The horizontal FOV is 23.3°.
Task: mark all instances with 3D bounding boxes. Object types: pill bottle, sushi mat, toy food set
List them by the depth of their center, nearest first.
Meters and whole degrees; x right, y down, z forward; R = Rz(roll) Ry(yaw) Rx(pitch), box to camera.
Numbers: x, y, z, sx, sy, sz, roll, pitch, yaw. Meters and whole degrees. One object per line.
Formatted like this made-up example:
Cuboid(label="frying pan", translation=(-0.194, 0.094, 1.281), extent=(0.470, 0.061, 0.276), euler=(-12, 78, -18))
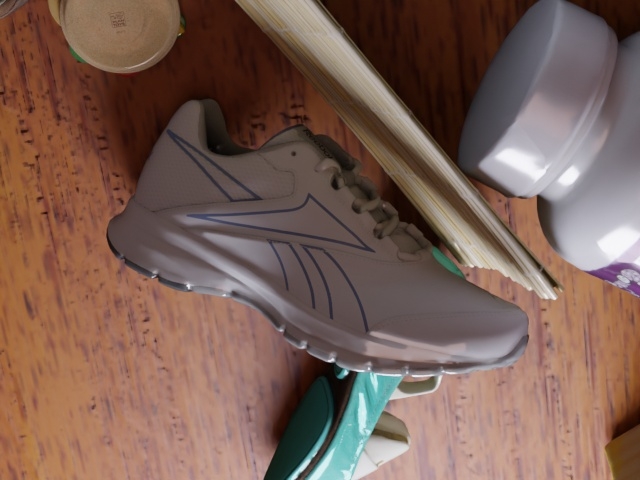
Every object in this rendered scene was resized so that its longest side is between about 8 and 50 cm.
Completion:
Cuboid(label="sushi mat", translation=(0.029, -0.085, 0.988), extent=(0.019, 0.151, 0.316), euler=(-45, 108, -9))
Cuboid(label="pill bottle", translation=(0.247, -0.034, 0.993), extent=(0.302, 0.169, 0.169), euler=(26, 112, -10))
Cuboid(label="toy food set", translation=(-0.133, -0.148, 1.027), extent=(0.083, 0.020, 0.082), euler=(-24, 112, 11))

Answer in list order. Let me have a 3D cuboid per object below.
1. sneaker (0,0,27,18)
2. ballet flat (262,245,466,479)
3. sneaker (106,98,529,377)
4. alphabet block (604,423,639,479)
Cuboid(label="sneaker", translation=(-0.196, -0.229, 0.963), extent=(0.066, 0.071, 0.188), euler=(3, 115, 0))
Cuboid(label="ballet flat", translation=(0.037, 0.111, 1.111), extent=(0.087, 0.083, 0.247), euler=(19, 113, -12))
Cuboid(label="sneaker", translation=(0.000, 0.000, 1.003), extent=(0.297, 0.111, 0.129), euler=(22, 101, 17))
Cuboid(label="alphabet block", translation=(0.342, 0.203, 1.089), extent=(0.197, 0.193, 0.192), euler=(-36, 108, 16))
